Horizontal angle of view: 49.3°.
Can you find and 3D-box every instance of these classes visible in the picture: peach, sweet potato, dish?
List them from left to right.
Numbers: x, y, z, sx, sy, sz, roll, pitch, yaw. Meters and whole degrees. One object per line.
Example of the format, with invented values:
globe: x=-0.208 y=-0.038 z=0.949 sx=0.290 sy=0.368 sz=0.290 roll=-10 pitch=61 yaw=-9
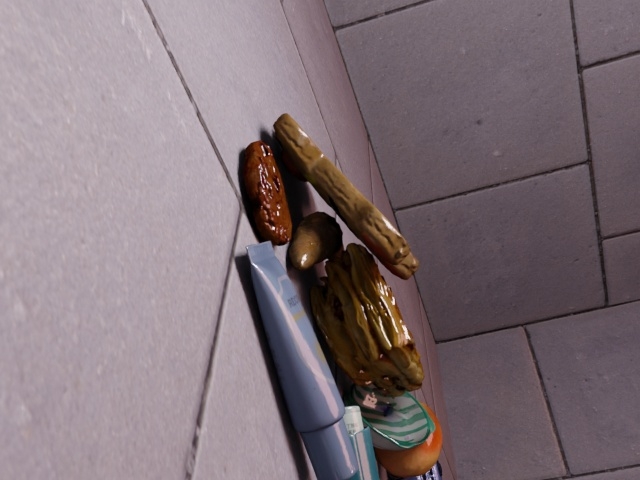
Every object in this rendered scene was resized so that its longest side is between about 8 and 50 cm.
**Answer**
sweet potato: x=0.001 y=-0.004 z=1.439 sx=0.341 sy=0.092 sz=0.114 roll=-12 pitch=104 yaw=-78
dish: x=0.134 y=0.383 z=1.528 sx=0.078 sy=0.224 sz=0.246 roll=-63 pitch=-156 yaw=25
peach: x=0.201 y=0.466 z=1.633 sx=0.184 sy=0.184 sz=0.184 roll=-14 pitch=90 yaw=-78

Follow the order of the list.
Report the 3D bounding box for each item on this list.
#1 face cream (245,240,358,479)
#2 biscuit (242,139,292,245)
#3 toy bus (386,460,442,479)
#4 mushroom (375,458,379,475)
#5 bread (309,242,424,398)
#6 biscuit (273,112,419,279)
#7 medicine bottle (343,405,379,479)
face cream: x=-0.034 y=0.186 z=1.085 sx=0.135 sy=0.086 sz=0.385 roll=-18 pitch=88 yaw=-78
biscuit: x=-0.089 y=-0.081 z=1.219 sx=0.192 sy=0.049 sz=0.192 roll=-10 pitch=90 yaw=-80
toy bus: x=0.255 y=0.665 z=1.728 sx=0.125 sy=0.133 sz=0.292 roll=58 pitch=21 yaw=-57
mushroom: x=0.130 y=0.542 z=1.487 sx=0.060 sy=0.061 sz=0.187 roll=50 pitch=24 yaw=-54
bread: x=0.091 y=0.181 z=1.452 sx=0.324 sy=0.167 sz=0.278 roll=63 pitch=4 yaw=-64
biscuit: x=0.047 y=-0.077 z=1.447 sx=0.394 sy=0.076 sz=0.368 roll=48 pitch=1 yaw=19
medicine bottle: x=0.068 y=0.434 z=1.259 sx=0.124 sy=0.079 sz=0.259 roll=35 pitch=41 yaw=-67
